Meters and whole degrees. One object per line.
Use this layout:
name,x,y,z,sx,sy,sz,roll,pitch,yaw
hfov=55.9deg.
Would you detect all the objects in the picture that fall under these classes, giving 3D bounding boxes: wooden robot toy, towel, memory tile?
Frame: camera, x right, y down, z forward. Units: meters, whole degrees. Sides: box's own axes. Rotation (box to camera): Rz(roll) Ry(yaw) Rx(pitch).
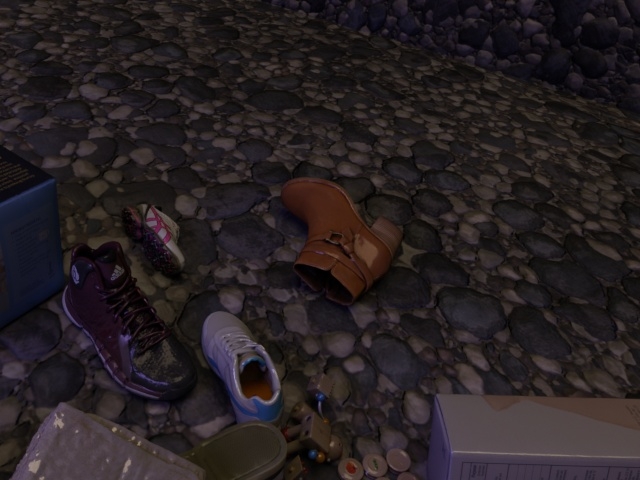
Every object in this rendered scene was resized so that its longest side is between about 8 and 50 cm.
wooden robot toy,-0.004,0.278,0.849,0.079,0.076,0.173,43,32,-22
towel,-0.218,0.298,0.532,0.187,0.049,0.282,34,39,-15
memory tile,0.092,0.352,0.810,0.113,0.012,0.148,-1,40,-20

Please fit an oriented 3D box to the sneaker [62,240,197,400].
sneaker,-0.287,0.101,0.877,0.281,0.162,0.106,33,42,23

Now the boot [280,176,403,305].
boot,0.000,0.000,1.162,0.283,0.109,0.220,33,45,11

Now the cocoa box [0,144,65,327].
cocoa box,-0.569,0.022,0.830,0.228,0.231,0.347,28,40,16

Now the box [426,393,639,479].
box,0.305,0.294,0.787,0.311,0.148,0.121,3,23,0

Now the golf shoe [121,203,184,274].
golf shoe,-0.287,-0.011,1.095,0.086,0.067,0.186,-17,48,-36

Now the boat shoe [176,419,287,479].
boat shoe,-0.179,0.311,0.698,0.302,0.103,0.113,-9,36,-26

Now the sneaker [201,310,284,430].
sneaker,-0.112,0.180,0.895,0.087,0.092,0.228,-12,44,-27
